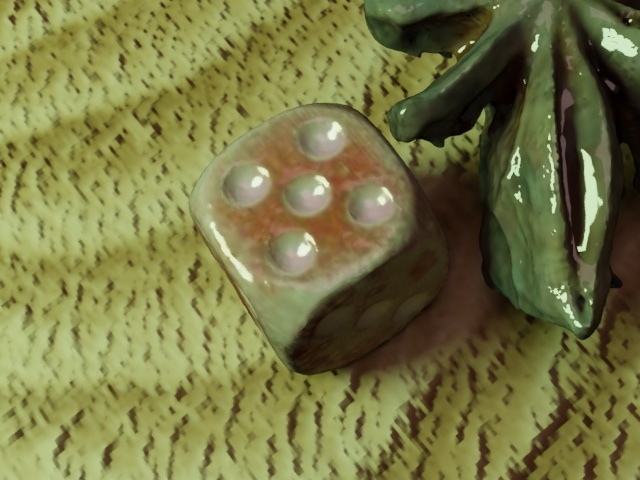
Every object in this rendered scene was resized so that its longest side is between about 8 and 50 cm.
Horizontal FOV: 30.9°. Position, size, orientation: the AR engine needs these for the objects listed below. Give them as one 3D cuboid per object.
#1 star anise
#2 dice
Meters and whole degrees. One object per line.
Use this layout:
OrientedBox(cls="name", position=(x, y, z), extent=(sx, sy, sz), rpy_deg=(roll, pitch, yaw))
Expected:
OrientedBox(cls="star anise", position=(0.115, -0.078, 0.535), extent=(0.198, 0.110, 0.257), rpy_deg=(-12, 62, -15))
OrientedBox(cls="dice", position=(0.000, 0.000, 0.533), extent=(0.091, 0.093, 0.094), rpy_deg=(-31, 64, -6))
